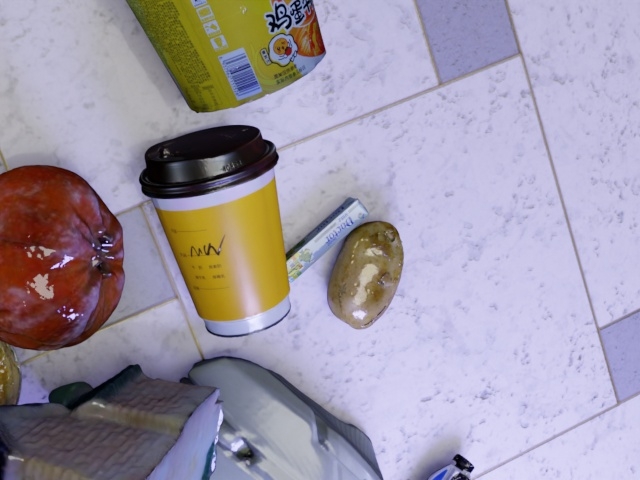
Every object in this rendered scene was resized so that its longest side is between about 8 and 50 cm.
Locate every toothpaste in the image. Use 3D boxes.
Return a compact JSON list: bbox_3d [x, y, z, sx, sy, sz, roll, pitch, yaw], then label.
[{"bbox_3d":[0.000,0.000,1.407,0.164,0.046,0.034,-41,105,-7],"label":"toothpaste"}]

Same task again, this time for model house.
[{"bbox_3d":[-0.304,0.300,1.206,0.284,0.298,0.243,16,106,10],"label":"model house"}]

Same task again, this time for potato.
[{"bbox_3d":[0.071,0.051,1.422,0.107,0.080,0.170,25,92,-7],"label":"potato"}]

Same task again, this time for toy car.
[{"bbox_3d":[0.193,0.430,1.519,0.070,0.080,0.170,33,80,10],"label":"toy car"}]

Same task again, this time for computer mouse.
[{"bbox_3d":[-0.052,0.350,1.396,0.429,0.145,0.228,41,88,-18],"label":"computer mouse"}]

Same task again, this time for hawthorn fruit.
[{"bbox_3d":[-0.397,0.027,1.199,0.272,0.242,0.242,-2,101,10],"label":"hawthorn fruit"}]

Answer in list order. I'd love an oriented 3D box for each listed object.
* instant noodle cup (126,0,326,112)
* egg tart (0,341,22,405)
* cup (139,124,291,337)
[{"bbox_3d":[-0.117,-0.302,1.220,0.264,0.264,0.200,-29,115,-11],"label":"instant noodle cup"},{"bbox_3d":[-0.523,0.193,1.244,0.234,0.094,0.234,-4,100,-20],"label":"egg tart"},{"bbox_3d":[-0.132,-0.016,1.295,0.196,0.196,0.279,-19,112,-14],"label":"cup"}]
